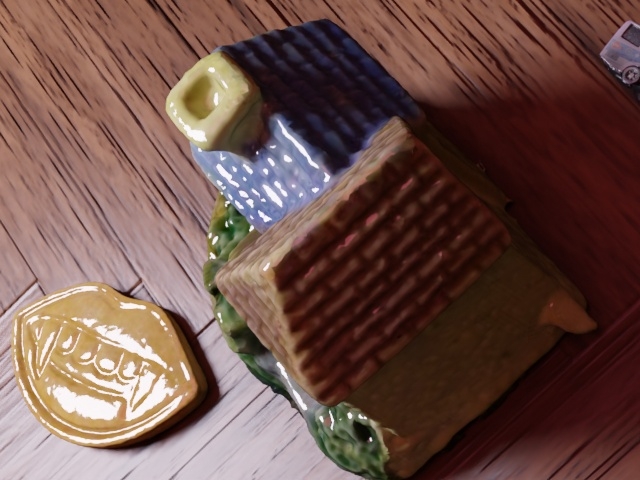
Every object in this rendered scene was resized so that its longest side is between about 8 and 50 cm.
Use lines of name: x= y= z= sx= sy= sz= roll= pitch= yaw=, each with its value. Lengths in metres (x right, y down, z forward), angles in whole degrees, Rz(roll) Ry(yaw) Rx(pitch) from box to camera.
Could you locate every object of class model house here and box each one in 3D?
model house: x=0.000 y=0.000 z=1.254 sx=0.261 sy=0.266 sz=0.321 roll=-44 pitch=58 yaw=5

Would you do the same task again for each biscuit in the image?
biscuit: x=-0.195 y=0.111 z=1.461 sx=0.220 sy=0.029 sz=0.142 roll=23 pitch=86 yaw=32

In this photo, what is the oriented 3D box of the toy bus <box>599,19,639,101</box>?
toy bus: x=0.276 y=-0.121 z=1.274 sx=0.130 sy=0.037 sz=0.052 roll=37 pitch=89 yaw=34
